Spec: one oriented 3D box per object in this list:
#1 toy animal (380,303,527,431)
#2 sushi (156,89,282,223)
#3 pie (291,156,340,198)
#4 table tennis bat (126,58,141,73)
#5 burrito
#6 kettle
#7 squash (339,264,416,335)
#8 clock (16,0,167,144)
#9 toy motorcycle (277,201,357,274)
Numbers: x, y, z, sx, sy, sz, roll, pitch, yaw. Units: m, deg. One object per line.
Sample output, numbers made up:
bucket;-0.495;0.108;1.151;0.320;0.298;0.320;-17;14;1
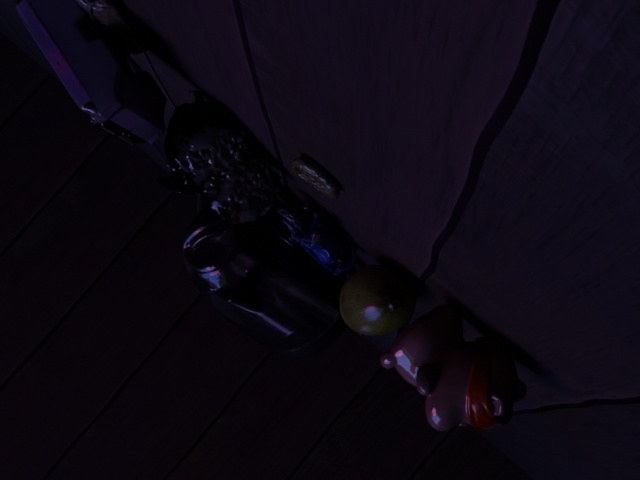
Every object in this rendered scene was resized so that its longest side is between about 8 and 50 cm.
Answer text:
toy animal;0.204;0.193;1.632;0.198;0.171;0.171;42;175;20
sushi;-0.164;-0.112;1.715;0.115;0.147;0.212;36;174;45
pie;-0.005;-0.086;1.518;0.084;0.021;0.084;37;170;8
table tennis bat;-0.415;-0.362;1.968;0.244;0.040;0.153;38;173;-10
burrito;-0.288;-0.308;1.560;0.051;0.042;0.171;27;171;21
kettle;-0.112;0.015;1.999;0.324;0.228;0.321;37;-144;-46
squash;0.094;0.097;1.769;0.123;0.123;0.187;41;175;-2
clock;-0.326;-0.264;1.620;0.253;0.083;0.186;55;-174;14
toy motorcycle;0.000;0.000;1.850;0.114;0.076;0.205;34;175;31
